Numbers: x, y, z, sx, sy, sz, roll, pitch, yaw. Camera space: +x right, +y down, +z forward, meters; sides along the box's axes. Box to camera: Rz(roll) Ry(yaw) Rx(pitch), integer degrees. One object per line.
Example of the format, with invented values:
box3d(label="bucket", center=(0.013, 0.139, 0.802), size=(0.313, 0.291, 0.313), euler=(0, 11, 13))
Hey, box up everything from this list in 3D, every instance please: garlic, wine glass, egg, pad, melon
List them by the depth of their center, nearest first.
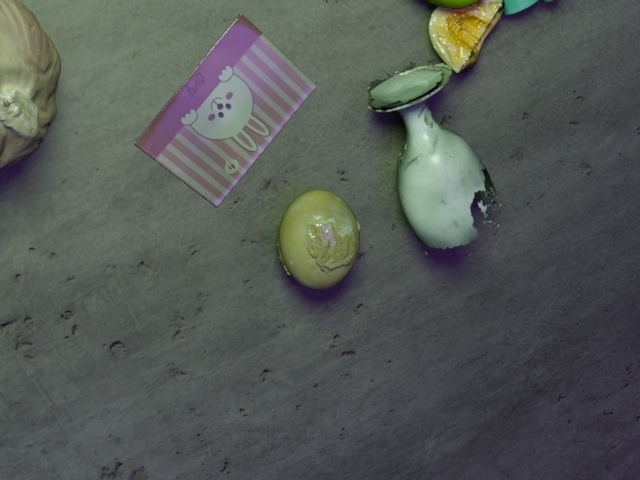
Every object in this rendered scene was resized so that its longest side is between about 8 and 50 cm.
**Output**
box3d(label="garlic", center=(-0.517, -0.218, 1.051), size=(0.317, 0.260, 0.317), euler=(-52, 154, -39))
box3d(label="pad", center=(-0.168, -0.230, 1.353), size=(0.202, 0.005, 0.299), euler=(39, 92, -29))
box3d(label="egg", center=(-0.002, 0.001, 1.423), size=(0.164, 0.164, 0.201), euler=(-9, 118, -19))
box3d(label="melon", center=(0.270, -0.410, 1.430), size=(0.128, 0.079, 0.160), euler=(32, 96, -7))
box3d(label="wine glass", center=(0.221, -0.155, 1.444), size=(0.191, 0.190, 0.357), euler=(-31, 115, -9))

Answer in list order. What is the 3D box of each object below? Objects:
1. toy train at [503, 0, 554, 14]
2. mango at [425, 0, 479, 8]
box3d(label="toy train", center=(0.371, -0.549, 1.405), size=(0.159, 0.101, 0.248), euler=(-29, 118, 5))
box3d(label="mango", center=(0.198, -0.531, 1.298), size=(0.186, 0.149, 0.272), euler=(-17, 119, 8))
